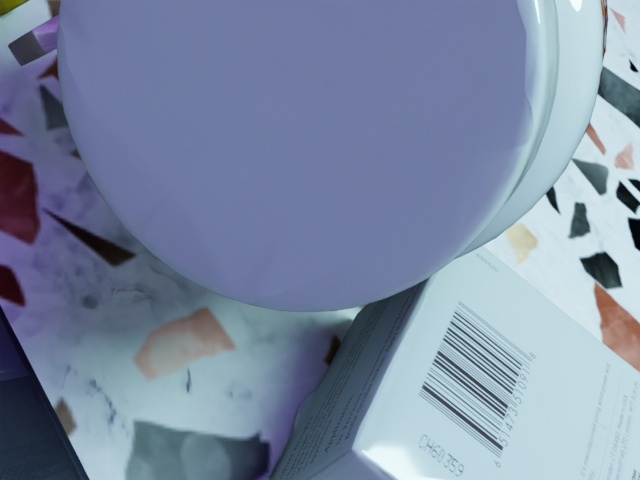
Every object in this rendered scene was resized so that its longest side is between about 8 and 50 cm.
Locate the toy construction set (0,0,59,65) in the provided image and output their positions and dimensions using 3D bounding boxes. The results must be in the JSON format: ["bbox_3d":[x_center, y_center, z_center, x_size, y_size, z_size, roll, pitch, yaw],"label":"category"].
[{"bbox_3d":[-0.168,-0.211,0.576,0.237,0.257,0.309,53,35,-15],"label":"toy construction set"}]

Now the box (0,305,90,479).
[{"bbox_3d":[-0.179,0.146,0.307,0.293,0.073,0.295,57,23,16],"label":"box"}]

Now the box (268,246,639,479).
[{"bbox_3d":[0.086,0.127,0.542,0.182,0.119,0.181,38,45,-6],"label":"box"}]

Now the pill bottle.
[{"bbox_3d":[0.041,-0.110,0.523,0.224,0.224,0.392,45,22,2],"label":"pill bottle"}]
